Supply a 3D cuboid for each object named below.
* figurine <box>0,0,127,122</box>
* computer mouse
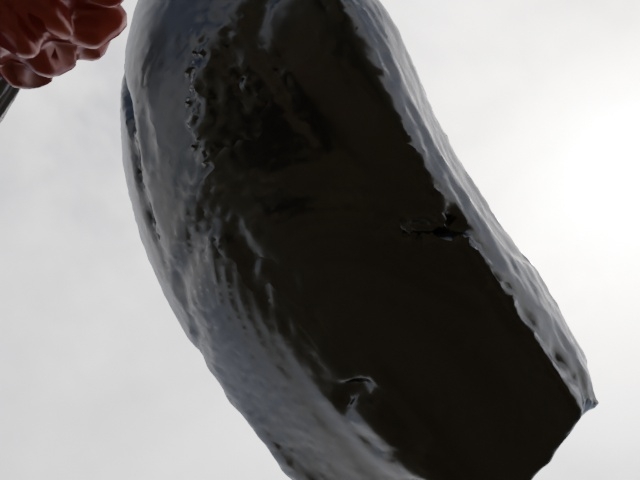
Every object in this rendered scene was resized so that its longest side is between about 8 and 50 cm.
[{"bbox_3d":[-0.154,-0.004,0.415,0.245,0.138,0.110,-51,-20,-4],"label":"figurine"},{"bbox_3d":[0.000,0.000,0.631,0.122,0.073,0.217,-25,-80,38],"label":"computer mouse"}]
